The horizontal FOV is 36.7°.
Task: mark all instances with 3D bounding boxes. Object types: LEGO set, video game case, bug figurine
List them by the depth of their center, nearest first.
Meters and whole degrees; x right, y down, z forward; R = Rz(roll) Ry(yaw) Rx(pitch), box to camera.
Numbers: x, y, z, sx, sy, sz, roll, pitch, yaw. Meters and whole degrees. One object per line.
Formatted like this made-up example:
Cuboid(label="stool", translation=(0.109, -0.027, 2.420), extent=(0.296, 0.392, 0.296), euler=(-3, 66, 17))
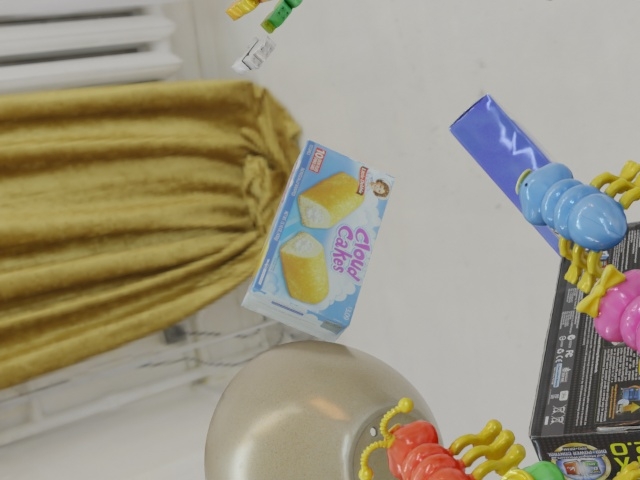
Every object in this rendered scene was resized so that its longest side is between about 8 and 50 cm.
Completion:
Cuboid(label="bug figurine", translation=(0.134, 0.080, 0.564), extent=(0.279, 0.072, 0.216), euler=(-64, 30, 7))
Cuboid(label="video game case", translation=(0.271, -0.034, 1.077), extent=(0.061, 0.244, 0.269), euler=(-42, 78, 15))
Cuboid(label="LEGO set", translation=(-0.053, -0.340, 1.325), extent=(0.087, 0.227, 0.093), euler=(42, 167, -25))

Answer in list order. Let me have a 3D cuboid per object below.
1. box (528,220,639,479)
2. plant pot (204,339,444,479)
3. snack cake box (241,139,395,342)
Cuboid(label="box", translation=(0.293, 0.074, 0.765), extent=(0.216, 0.270, 0.060), euler=(-10, 121, 27))
Cuboid(label="plant pot", translation=(0.034, 0.252, 1.113), extent=(0.191, 0.284, 0.284), euler=(-16, 89, 57))
Cuboid(label="snack cake box", translation=(0.000, 0.000, 1.444), extent=(0.089, 0.152, 0.264), euler=(124, 166, -61))
